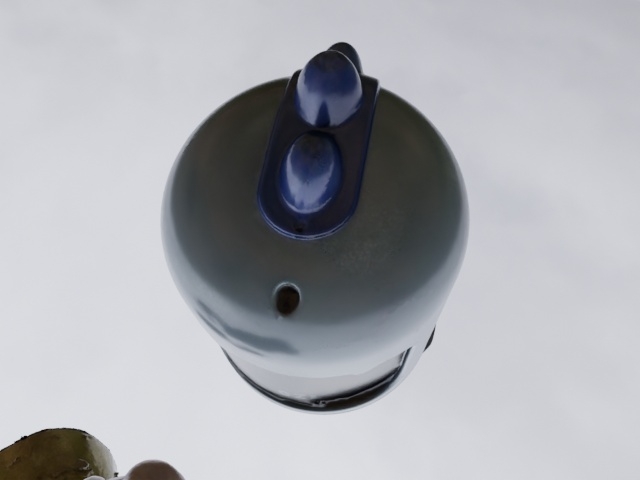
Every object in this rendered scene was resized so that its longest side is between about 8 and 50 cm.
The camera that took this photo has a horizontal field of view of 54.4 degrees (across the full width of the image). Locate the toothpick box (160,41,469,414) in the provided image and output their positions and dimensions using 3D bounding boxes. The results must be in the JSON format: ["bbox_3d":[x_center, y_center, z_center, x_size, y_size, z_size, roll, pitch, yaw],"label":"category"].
[{"bbox_3d":[0.000,0.000,0.542,0.263,0.354,0.262,-1,-112,2],"label":"toothpick box"}]

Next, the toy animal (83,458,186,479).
[{"bbox_3d":[-0.141,0.206,0.437,0.213,0.124,0.124,17,-146,32],"label":"toy animal"}]

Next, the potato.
[{"bbox_3d":[-0.356,0.358,0.803,0.202,0.182,0.117,-32,-149,-14],"label":"potato"}]
